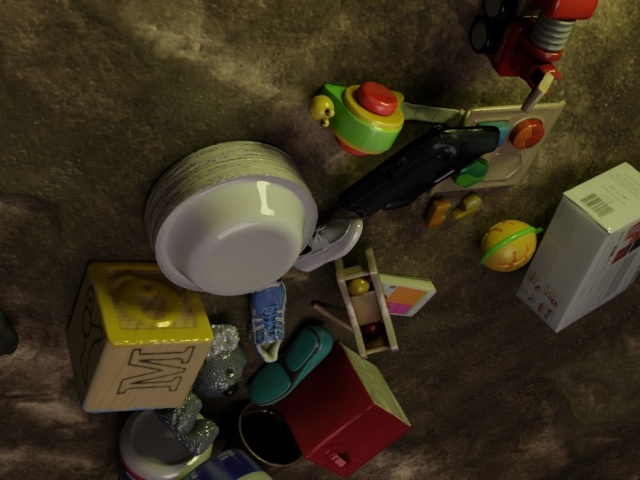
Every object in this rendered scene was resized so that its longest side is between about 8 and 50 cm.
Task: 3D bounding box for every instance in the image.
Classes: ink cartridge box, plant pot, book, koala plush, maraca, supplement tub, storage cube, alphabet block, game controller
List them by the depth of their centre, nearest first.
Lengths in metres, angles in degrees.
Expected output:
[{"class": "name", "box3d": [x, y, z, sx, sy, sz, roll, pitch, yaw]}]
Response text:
[{"class": "game controller", "box3d": [0.165, -0.120, 1.690, 0.167, 0.067, 0.319, -17, 171, -34]}, {"class": "alphabet block", "box3d": [-0.324, 0.169, 1.751, 0.194, 0.192, 0.197, 0, 136, -30]}, {"class": "koala plush", "box3d": [-0.239, 0.264, 1.944, 0.221, 0.203, 0.196, -41, 153, -14]}, {"class": "maraca", "box3d": [0.389, 0.010, 2.019, 0.127, 0.099, 0.186, -35, 166, 28]}, {"class": "ink cartridge box", "box3d": [0.582, 0.006, 2.060, 0.272, 0.130, 0.309, -24, 146, -32]}, {"class": "book", "box3d": [0.155, 0.117, 2.066, 0.144, 0.035, 0.096, 10, 131, -33]}, {"class": "supplement tub", "box3d": [-0.334, 0.487, 2.104, 0.191, 0.191, 0.272, -7, 138, -20]}, {"class": "storage cube", "box3d": [0.049, 0.372, 2.162, 0.193, 0.215, 0.184, -40, 139, 9]}, {"class": "plant pot", "box3d": [-0.139, 0.464, 2.218, 0.167, 0.167, 0.165, 4, 142, -31]}]

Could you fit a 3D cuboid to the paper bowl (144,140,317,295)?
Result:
[{"class": "paper bowl", "box3d": [-0.143, -0.017, 1.667, 0.284, 0.148, 0.284, -16, 141, -13]}]

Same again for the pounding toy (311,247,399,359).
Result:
[{"class": "pounding toy", "box3d": [0.062, 0.150, 1.941, 0.155, 0.154, 0.269, -15, 134, 4]}]

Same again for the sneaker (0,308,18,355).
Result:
[{"class": "sneaker", "box3d": [-0.652, 0.214, 1.703, 0.286, 0.109, 0.130, -23, 148, 1]}]

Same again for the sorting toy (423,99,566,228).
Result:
[{"class": "sorting toy", "box3d": [0.310, -0.131, 1.835, 0.229, 0.041, 0.307, -10, 144, -25]}]

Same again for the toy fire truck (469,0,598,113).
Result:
[{"class": "toy fire truck", "box3d": [0.336, -0.312, 1.498, 0.159, 0.246, 0.217, -4, 137, -25]}]

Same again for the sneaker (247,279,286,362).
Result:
[{"class": "sneaker", "box3d": [-0.098, 0.154, 1.936, 0.080, 0.081, 0.211, -12, 138, -13]}]

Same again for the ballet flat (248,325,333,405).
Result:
[{"class": "ballet flat", "box3d": [-0.053, 0.269, 2.095, 0.087, 0.083, 0.247, 2, 138, -49]}]

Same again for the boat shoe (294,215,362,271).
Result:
[{"class": "boat shoe", "box3d": [0.000, 0.000, 1.807, 0.063, 0.066, 0.184, 22, 149, -33]}]

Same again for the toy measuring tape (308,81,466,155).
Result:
[{"class": "toy measuring tape", "box3d": [0.128, -0.190, 1.636, 0.330, 0.121, 0.121, 5, 133, -32]}]

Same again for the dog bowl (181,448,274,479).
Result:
[{"class": "dog bowl", "box3d": [-0.219, 0.560, 2.040, 0.265, 0.104, 0.264, -37, 151, -24]}]
